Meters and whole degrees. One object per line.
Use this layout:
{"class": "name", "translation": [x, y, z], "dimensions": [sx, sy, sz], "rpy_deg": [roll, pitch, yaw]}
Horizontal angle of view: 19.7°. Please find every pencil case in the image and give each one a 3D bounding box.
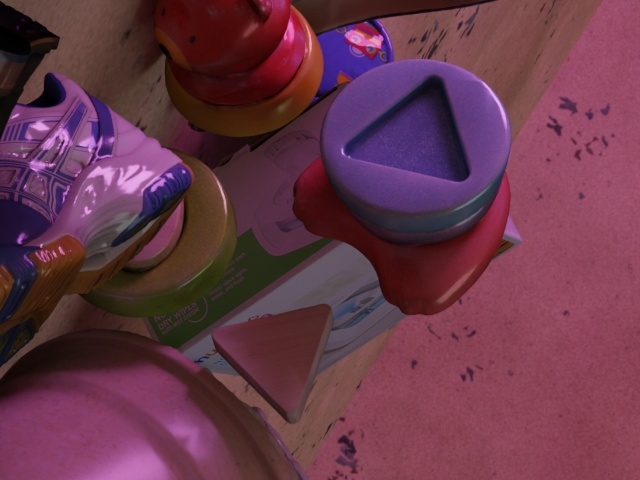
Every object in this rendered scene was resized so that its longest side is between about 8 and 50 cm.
{"class": "pencil case", "translation": [0.003, -0.093, 1.702], "dimensions": [0.306, 0.119, 0.133], "rpy_deg": [90, 12, -65]}

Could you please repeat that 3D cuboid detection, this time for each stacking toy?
{"class": "stacking toy", "translation": [-0.037, -0.056, 1.280], "dimensions": [0.279, 0.309, 0.130], "rpy_deg": [-50, 157, -20]}

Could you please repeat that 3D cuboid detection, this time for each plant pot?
{"class": "plant pot", "translation": [-0.220, 0.259, 1.240], "dimensions": [0.305, 0.334, 0.333], "rpy_deg": [-21, 143, -52]}

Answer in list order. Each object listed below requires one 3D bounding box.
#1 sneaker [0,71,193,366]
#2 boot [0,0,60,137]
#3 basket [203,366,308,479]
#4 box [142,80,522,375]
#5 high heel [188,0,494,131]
{"class": "sneaker", "translation": [-0.194, -0.011, 1.074], "dimensions": [0.112, 0.131, 0.296], "rpy_deg": [-49, 177, 27]}
{"class": "boot", "translation": [-0.202, -0.079, 1.002], "dimensions": [0.106, 0.082, 0.219], "rpy_deg": [-62, -173, 9]}
{"class": "basket", "translation": [-0.135, 0.334, 1.601], "dimensions": [0.331, 0.328, 0.266], "rpy_deg": [-32, 160, 0]}
{"class": "box", "translation": [0.000, 0.000, 1.590], "dimensions": [0.262, 0.126, 0.231], "rpy_deg": [-34, 157, 20]}
{"class": "high heel", "translation": [0.022, -0.164, 1.459], "dimensions": [0.261, 0.186, 0.093], "rpy_deg": [-57, 167, 0]}
